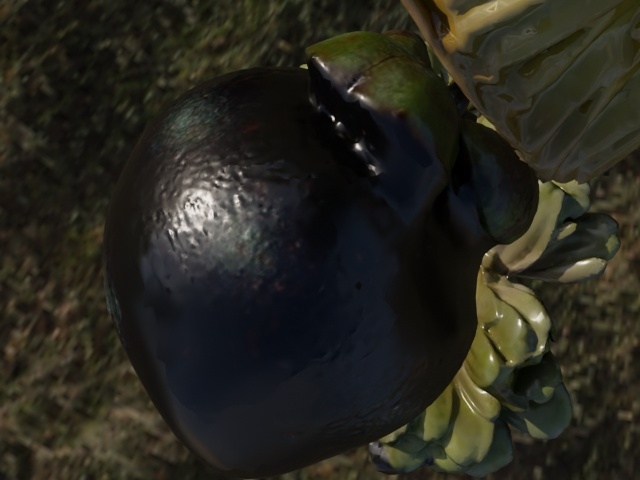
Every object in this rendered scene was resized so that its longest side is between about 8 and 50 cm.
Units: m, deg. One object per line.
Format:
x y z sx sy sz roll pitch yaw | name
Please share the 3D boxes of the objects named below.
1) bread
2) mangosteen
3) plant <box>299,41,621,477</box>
0.110 -0.164 0.607 0.156 0.288 0.204 -28 111 29 | bread
0.000 0.000 0.956 0.243 0.243 0.243 6 121 10 | mangosteen
0.042 0.013 1.308 0.261 0.297 0.306 3 84 -14 | plant
